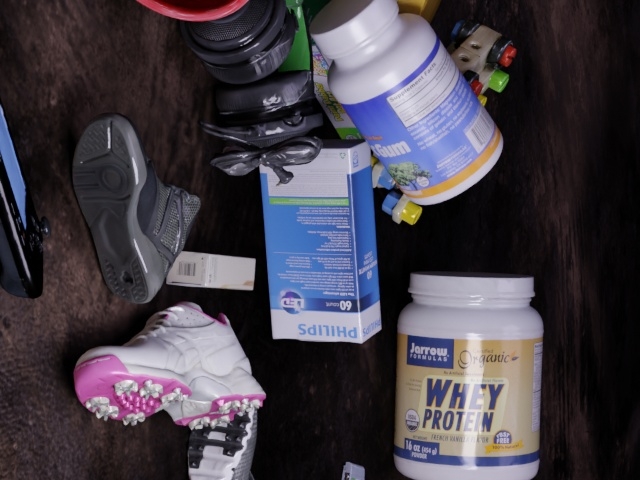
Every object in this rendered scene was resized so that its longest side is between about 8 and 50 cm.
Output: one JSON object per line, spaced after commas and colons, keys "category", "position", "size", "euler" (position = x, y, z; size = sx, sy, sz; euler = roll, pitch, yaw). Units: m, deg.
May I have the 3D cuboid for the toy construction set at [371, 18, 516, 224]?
{"category": "toy construction set", "position": [0.175, -0.194, 2.276], "size": [0.215, 0.151, 0.328], "euler": [104, 8, -45]}

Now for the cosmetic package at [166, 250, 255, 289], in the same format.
{"category": "cosmetic package", "position": [-0.131, 0.037, 1.925], "size": [0.115, 0.060, 0.041], "euler": [8, 86, -62]}

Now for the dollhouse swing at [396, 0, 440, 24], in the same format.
{"category": "dollhouse swing", "position": [0.049, -0.461, 2.155], "size": [0.315, 0.305, 0.347], "euler": [107, 7, -55]}

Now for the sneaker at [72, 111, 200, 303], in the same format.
{"category": "sneaker", "position": [-0.201, -0.056, 1.754], "size": [0.130, 0.087, 0.227], "euler": [-57, 143, -48]}

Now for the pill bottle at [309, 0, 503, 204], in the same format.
{"category": "pill bottle", "position": [0.104, -0.191, 2.028], "size": [0.272, 0.152, 0.152], "euler": [52, 43, -24]}

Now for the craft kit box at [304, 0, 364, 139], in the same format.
{"category": "craft kit box", "position": [0.048, -0.300, 2.267], "size": [0.246, 0.061, 0.250], "euler": [53, 46, -48]}

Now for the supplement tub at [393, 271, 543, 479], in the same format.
{"category": "supplement tub", "position": [0.230, 0.209, 2.474], "size": [0.228, 0.228, 0.316], "euler": [-1, 93, -63]}

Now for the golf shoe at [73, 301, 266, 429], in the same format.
{"category": "golf shoe", "position": [-0.182, 0.134, 1.808], "size": [0.306, 0.115, 0.140], "euler": [20, 52, -60]}

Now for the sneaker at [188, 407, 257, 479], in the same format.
{"category": "sneaker", "position": [-0.116, 0.291, 1.963], "size": [0.106, 0.078, 0.234], "euler": [35, 64, -64]}

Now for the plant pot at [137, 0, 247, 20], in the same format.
{"category": "plant pot", "position": [-0.130, -0.366, 1.754], "size": [0.174, 0.191, 0.191], "euler": [-68, 148, -43]}

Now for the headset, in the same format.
{"category": "headset", "position": [-0.055, -0.209, 1.919], "size": [0.394, 0.185, 0.243], "euler": [-74, 152, -49]}

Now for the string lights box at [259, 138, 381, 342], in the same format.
{"category": "string lights box", "position": [0.000, 0.000, 2.101], "size": [0.077, 0.133, 0.260], "euler": [-30, 119, -63]}

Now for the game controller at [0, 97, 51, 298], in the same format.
{"category": "game controller", "position": [-0.312, -0.103, 1.485], "size": [0.166, 0.067, 0.319], "euler": [-128, -158, -60]}

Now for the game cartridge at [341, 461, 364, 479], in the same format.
{"category": "game cartridge", "position": [0.046, 0.372, 2.357], "size": [0.056, 0.017, 0.083], "euler": [32, 64, -64]}

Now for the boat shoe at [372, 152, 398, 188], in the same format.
{"category": "boat shoe", "position": [0.144, -0.181, 2.441], "size": [0.084, 0.079, 0.233], "euler": [53, 45, -50]}
